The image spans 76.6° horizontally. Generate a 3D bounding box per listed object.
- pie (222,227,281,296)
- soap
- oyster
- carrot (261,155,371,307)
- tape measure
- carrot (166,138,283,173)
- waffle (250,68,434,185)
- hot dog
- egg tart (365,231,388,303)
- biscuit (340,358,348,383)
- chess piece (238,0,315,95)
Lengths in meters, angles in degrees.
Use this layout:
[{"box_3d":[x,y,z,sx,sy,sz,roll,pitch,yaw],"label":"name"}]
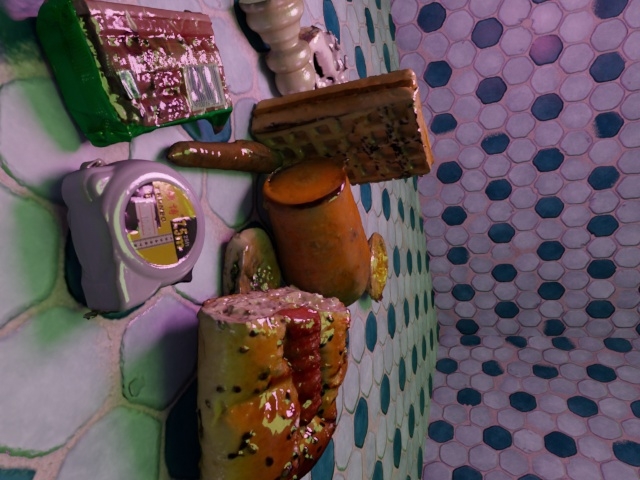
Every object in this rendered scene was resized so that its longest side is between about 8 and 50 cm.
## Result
[{"box_3d":[-0.138,0.083,0.842,0.185,0.052,0.217,13,76,-69],"label":"pie"},{"box_3d":[-0.241,-0.246,0.601,0.273,0.098,0.217,-51,131,-58],"label":"soap"},{"box_3d":[-0.006,-0.465,1.187,0.351,0.115,0.237,50,50,-47],"label":"oyster"},{"box_3d":[0.000,0.000,0.942,0.224,0.225,0.340,-69,154,-45],"label":"carrot"},{"box_3d":[-0.247,-0.012,0.551,0.178,0.105,0.195,-13,97,-59],"label":"tape measure"},{"box_3d":[-0.171,-0.166,0.794,0.342,0.070,0.070,-17,102,-65],"label":"carrot"},{"box_3d":[0.059,-0.234,0.950,0.261,0.377,0.113,57,36,-51],"label":"waffle"},{"box_3d":[-0.080,0.285,0.726,0.367,0.196,0.364,2,97,-61],"label":"hot dog"},{"box_3d":[0.202,0.105,1.586,0.279,0.095,0.278,0,90,-70],"label":"egg tart"},{"box_3d":[0.035,0.375,1.217,0.221,0.029,0.141,34,54,-62],"label":"biscuit"},{"box_3d":[-0.086,-0.464,0.980,0.251,0.145,0.144,71,26,-44],"label":"chess piece"}]
